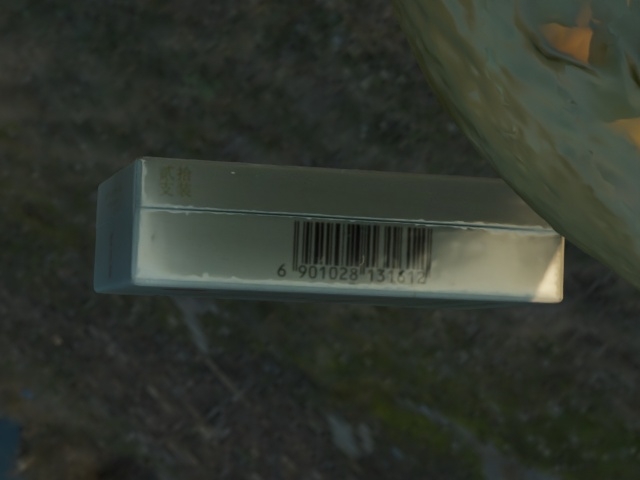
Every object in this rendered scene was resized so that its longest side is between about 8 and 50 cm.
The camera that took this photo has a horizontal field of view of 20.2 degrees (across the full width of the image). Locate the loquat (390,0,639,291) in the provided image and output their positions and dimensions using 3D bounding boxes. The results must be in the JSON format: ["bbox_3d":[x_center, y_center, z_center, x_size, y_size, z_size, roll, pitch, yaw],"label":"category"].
[{"bbox_3d":[0.163,-0.127,0.458,0.328,0.328,0.328,24,134,27],"label":"loquat"}]

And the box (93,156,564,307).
[{"bbox_3d":[0.000,0.000,0.852,0.141,0.201,0.058,166,106,-77],"label":"box"}]
